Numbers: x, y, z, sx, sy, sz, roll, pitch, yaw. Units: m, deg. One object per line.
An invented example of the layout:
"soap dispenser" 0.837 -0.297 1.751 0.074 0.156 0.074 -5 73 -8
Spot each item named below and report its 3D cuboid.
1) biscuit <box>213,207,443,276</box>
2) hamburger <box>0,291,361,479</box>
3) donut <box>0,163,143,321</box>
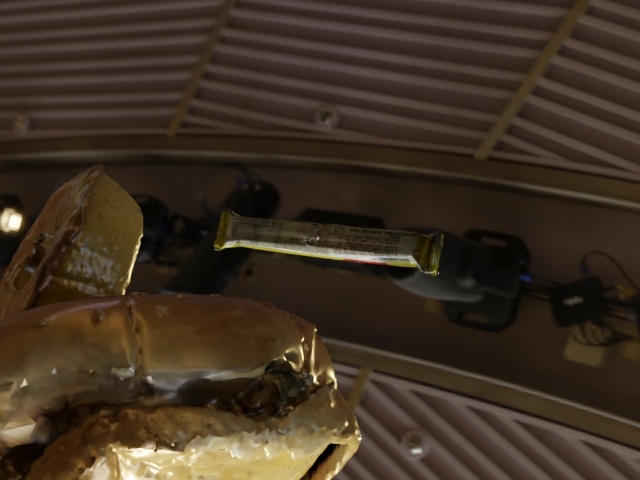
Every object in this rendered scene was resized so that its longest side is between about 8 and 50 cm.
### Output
"biscuit" 0.000 0.000 1.335 0.292 0.026 0.048 7 -105 36
"hamburger" -0.100 0.121 0.729 0.243 0.286 0.146 -22 -115 3
"donut" -0.180 0.029 0.888 0.162 0.065 0.178 -63 -162 -9
